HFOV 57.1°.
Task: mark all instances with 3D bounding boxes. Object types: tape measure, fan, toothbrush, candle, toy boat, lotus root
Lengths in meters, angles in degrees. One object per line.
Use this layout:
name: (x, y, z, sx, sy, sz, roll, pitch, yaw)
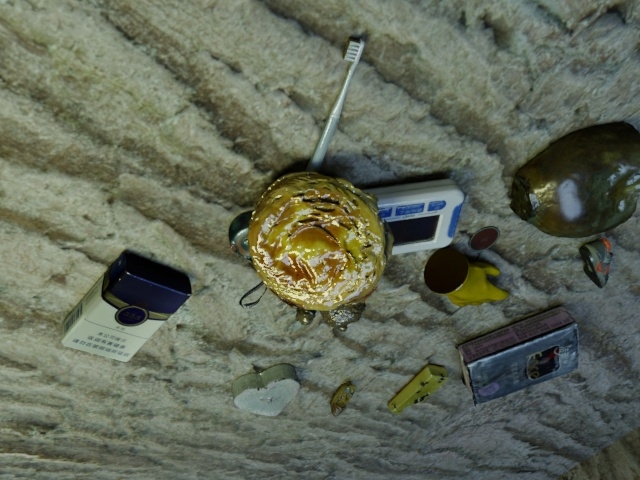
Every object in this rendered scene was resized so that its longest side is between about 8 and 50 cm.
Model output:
tape measure: (-0.137, 0.036, 1.201, 0.104, 0.180, 0.107, -21, 140, 24)
fan: (0.413, 0.014, 1.501, 0.085, 0.005, 0.133, -11, 135, -12)
toothbrush: (0.015, -0.218, 1.106, 0.030, 0.025, 0.342, 7, 130, -17)
candle: (-0.146, 0.428, 1.651, 0.192, 0.068, 0.169, -14, 133, -4)
toy boat: (0.070, 0.482, 1.800, 0.047, 0.049, 0.149, 8, 129, -26)
lotus root: (0.579, -0.114, 1.340, 0.260, 0.149, 0.267, -9, 132, -13)

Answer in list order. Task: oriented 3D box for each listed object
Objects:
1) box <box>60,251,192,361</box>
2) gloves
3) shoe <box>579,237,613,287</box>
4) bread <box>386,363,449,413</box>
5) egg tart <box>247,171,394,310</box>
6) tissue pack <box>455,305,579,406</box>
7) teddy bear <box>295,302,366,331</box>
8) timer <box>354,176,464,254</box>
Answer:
box: (-0.419, 0.148, 1.269, 0.168, 0.071, 0.259, 27, 120, -38)
gloves: (0.391, 0.119, 1.545, 0.133, 0.116, 0.294, -11, 155, 36)
shoe: (0.786, 0.065, 1.648, 0.077, 0.074, 0.194, -34, 133, 7)
bread: (0.313, 0.484, 1.894, 0.088, 0.049, 0.226, 14, 127, -32)
egg tart: (0.000, 0.000, 1.177, 0.296, 0.132, 0.297, 0, 98, 1)
tissue pack: (0.617, 0.361, 1.839, 0.361, 0.122, 0.259, -20, 133, 1)
teddy bear: (-0.006, 0.092, 1.325, 0.182, 0.129, 0.251, -44, 104, 6)
timer: (0.178, -0.050, 1.297, 0.253, 0.078, 0.178, -8, 138, -11)
